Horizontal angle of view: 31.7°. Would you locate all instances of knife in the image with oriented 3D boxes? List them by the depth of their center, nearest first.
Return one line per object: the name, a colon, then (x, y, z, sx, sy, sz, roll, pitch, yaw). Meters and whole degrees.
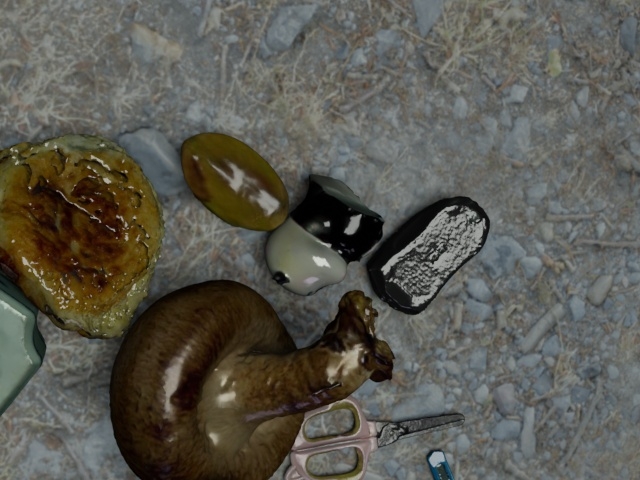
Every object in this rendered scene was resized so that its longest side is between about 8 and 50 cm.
knife: (0.238, 0.484, 1.884, 0.044, 0.026, 0.297, -23, 102, -3)

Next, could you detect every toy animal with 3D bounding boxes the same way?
toy animal: (0.000, 0.000, 1.711, 0.138, 0.166, 0.179, 37, 94, -13)

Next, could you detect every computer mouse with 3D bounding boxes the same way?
computer mouse: (0.173, 0.018, 1.801, 0.217, 0.073, 0.122, -44, 103, -4)

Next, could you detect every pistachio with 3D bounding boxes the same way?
pistachio: (-0.127, -0.090, 1.684, 0.189, 0.100, 0.110, 34, 59, -4)

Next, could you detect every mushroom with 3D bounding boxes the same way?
mushroom: (-0.105, 0.230, 1.601, 0.356, 0.331, 0.334, 22, 57, 19)

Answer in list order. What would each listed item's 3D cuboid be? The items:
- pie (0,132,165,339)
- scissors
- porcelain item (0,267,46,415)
pie: (-0.334, -0.022, 1.571, 0.308, 0.085, 0.308, 14, 64, -32)
scissors: (0.088, 0.316, 1.822, 0.317, 0.024, 0.160, -7, 94, -17)
porcelain item: (-0.539, 0.137, 1.520, 0.286, 0.157, 0.281, 36, 93, -18)
